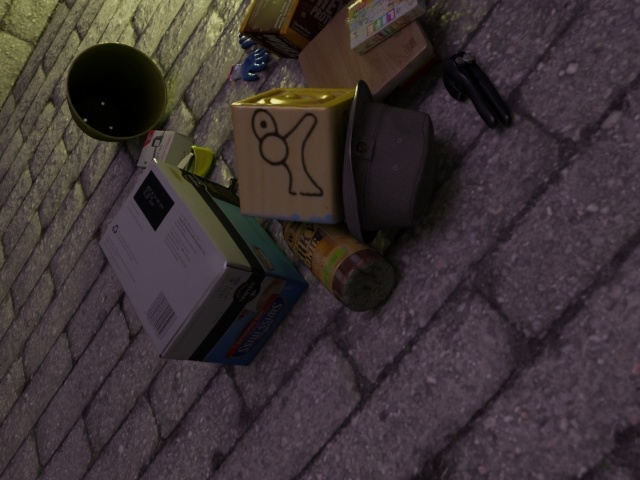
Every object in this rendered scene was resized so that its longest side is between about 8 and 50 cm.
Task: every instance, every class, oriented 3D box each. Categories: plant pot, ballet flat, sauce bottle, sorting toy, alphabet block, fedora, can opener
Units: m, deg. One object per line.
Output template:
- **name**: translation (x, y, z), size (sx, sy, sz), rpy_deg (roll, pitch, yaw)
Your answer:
- **plant pot**: translation (-0.625, -0.403, 2.031), size (0.293, 0.274, 0.275), rpy_deg (-11, 63, 62)
- **ballet flat**: translation (-0.341, -0.131, 1.708), size (0.077, 0.077, 0.231), rpy_deg (31, 96, 49)
- **sauce bottle**: translation (0.000, 0.000, 1.258), size (0.111, 0.111, 0.344), rpy_deg (-59, 40, 9)
- **sorting toy**: translation (0.097, -0.345, 1.328), size (0.255, 0.089, 0.257), rpy_deg (-39, 48, 28)
- **alphabet block**: translation (-0.027, -0.155, 1.201), size (0.192, 0.193, 0.197), rpy_deg (6, 112, 20)
- **fedora**: translation (0.123, -0.127, 1.135), size (0.124, 0.244, 0.276), rpy_deg (3, 64, 17)
- **can opener**: translation (0.263, -0.250, 1.142), size (0.059, 0.073, 0.186), rpy_deg (-22, 50, -8)

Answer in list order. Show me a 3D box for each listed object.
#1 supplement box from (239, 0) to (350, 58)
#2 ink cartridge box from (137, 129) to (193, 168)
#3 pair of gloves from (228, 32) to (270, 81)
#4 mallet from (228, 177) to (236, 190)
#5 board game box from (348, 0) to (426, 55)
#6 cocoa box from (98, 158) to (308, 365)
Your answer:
- **supplement box**: translation (-0.050, -0.518, 1.534), size (0.194, 0.129, 0.191), rpy_deg (23, 89, 50)
- **ink cartridge box**: translation (-0.419, -0.236, 1.852), size (0.150, 0.063, 0.109), rpy_deg (12, 81, 49)
- **pair of gloves**: translation (-0.168, -0.489, 1.731), size (0.159, 0.023, 0.198), rpy_deg (-4, 70, 46)
- **mallet**: translation (-0.214, -0.058, 1.574), size (0.062, 0.039, 0.190), rpy_deg (-2, 67, 46)
- **board game box**: translation (0.118, -0.419, 1.248), size (0.154, 0.026, 0.104), rpy_deg (-25, 56, 38)
- **cocoa box**: translation (-0.238, 0.046, 1.371), size (0.231, 0.228, 0.347), rpy_deg (-53, 51, 15)
